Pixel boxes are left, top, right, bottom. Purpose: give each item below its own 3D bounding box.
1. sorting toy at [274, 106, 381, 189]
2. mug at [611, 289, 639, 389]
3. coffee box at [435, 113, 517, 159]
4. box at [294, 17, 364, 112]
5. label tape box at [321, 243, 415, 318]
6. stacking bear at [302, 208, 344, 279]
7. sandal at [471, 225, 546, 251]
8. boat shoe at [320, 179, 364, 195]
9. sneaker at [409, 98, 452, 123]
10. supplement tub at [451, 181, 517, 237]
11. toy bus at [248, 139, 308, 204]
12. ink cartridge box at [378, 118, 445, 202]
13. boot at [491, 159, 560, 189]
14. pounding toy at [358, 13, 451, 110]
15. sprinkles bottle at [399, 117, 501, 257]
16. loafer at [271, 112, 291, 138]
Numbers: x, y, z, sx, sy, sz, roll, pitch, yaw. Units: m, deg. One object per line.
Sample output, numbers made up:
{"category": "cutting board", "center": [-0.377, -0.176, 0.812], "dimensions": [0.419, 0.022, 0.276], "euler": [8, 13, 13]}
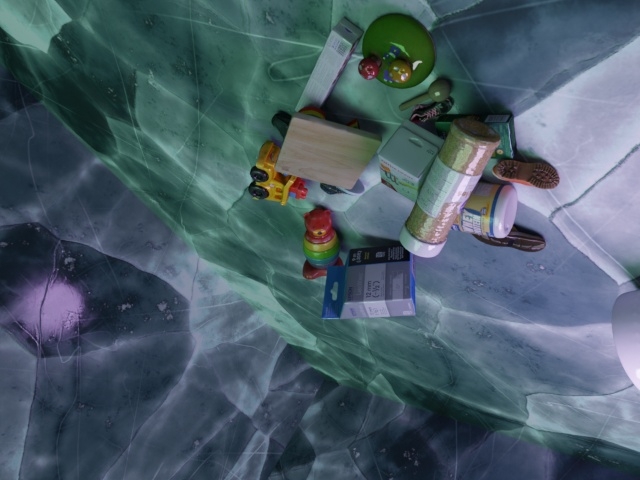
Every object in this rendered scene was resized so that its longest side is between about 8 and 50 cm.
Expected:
{"category": "sorting toy", "center": [0.017, -0.283, 1.358], "dimensions": [0.258, 0.089, 0.255], "euler": [13, 151, -12]}
{"category": "mug", "center": [0.905, 0.254, 1.038], "dimensions": [0.276, 0.374, 0.328], "euler": [46, 144, -10]}
{"category": "coffee box", "center": [0.386, -0.260, 1.132], "dimensions": [0.184, 0.040, 0.113], "euler": [10, 144, 37]}
{"category": "box", "center": [0.015, -0.443, 1.216], "dimensions": [0.067, 0.063, 0.324], "euler": [37, 152, -3]}
{"category": "label tape box", "center": [0.168, 0.151, 1.667], "dimensions": [0.349, 0.248, 0.115], "euler": [-5, 139, 16]}
{"category": "stacking bear", "center": [0.000, 0.000, 1.837], "dimensions": [0.176, 0.164, 0.288], "euler": [-4, 131, 4]}
{"category": "sandal", "center": [0.545, -0.023, 1.329], "dimensions": [0.220, 0.060, 0.090], "euler": [11, 153, 11]}
{"category": "boat shoe", "center": [0.074, -0.186, 1.566], "dimensions": [0.184, 0.065, 0.083], "euler": [30, 154, 23]}
{"category": "sneaker", "center": [0.274, -0.320, 1.141], "dimensions": [0.119, 0.057, 0.047], "euler": [-7, 129, 51]}
{"category": "supplement tub", "center": [0.421, -0.091, 1.249], "dimensions": [0.200, 0.144, 0.144], "euler": [13, 145, 35]}
{"category": "toy bus", "center": [-0.142, -0.230, 1.653], "dimensions": [0.212, 0.149, 0.220], "euler": [19, 149, 1]}
{"category": "ink cartridge box", "center": [0.243, -0.207, 1.212], "dimensions": [0.128, 0.127, 0.176], "euler": [35, 172, 19]}
{"category": "boot", "center": [0.512, -0.166, 1.140], "dimensions": [0.158, 0.059, 0.084], "euler": [15, -175, 3]}
{"category": "pounding toy", "center": [0.178, -0.395, 1.069], "dimensions": [0.183, 0.110, 0.236], "euler": [-6, 133, 51]}
{"category": "sprinkles bottle", "center": [0.311, -0.121, 1.134], "dimensions": [0.121, 0.121, 0.355], "euler": [28, 130, 12]}
{"category": "loafer", "center": [-0.075, -0.323, 1.484], "dimensions": [0.223, 0.078, 0.076], "euler": [41, 151, -12]}
